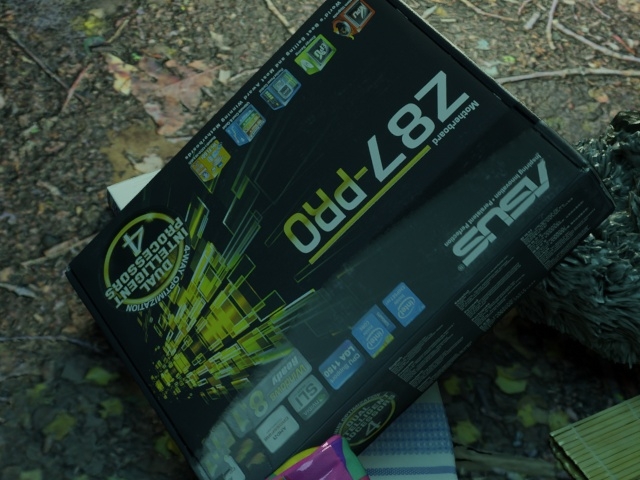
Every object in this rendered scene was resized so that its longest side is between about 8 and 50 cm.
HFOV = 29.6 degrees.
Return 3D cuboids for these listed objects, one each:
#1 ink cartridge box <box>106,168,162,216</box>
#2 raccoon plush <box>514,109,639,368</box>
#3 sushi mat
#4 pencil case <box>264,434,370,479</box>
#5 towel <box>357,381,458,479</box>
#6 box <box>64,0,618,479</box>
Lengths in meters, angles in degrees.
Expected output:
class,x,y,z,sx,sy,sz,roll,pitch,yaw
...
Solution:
class,x,y,z,sx,sy,sz,roll,pitch,yaw
ink cartridge box,-0.164,-0.016,1.221,0.063,0.029,0.115,-21,59,-23
raccoon plush,0.228,0.060,1.098,0.299,0.216,0.446,-18,50,-12
sushi mat,0.384,0.189,1.141,0.316,0.019,0.151,-18,55,-21
pencil case,0.040,0.260,0.880,0.104,0.104,0.236,-27,77,-26
towel,0.019,0.207,1.069,0.209,0.034,0.285,-1,54,-12
box,0.000,0.000,1.038,0.395,0.097,0.318,-44,55,5
